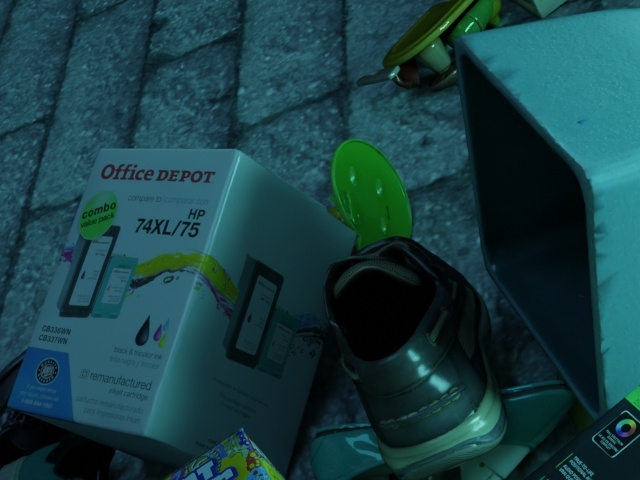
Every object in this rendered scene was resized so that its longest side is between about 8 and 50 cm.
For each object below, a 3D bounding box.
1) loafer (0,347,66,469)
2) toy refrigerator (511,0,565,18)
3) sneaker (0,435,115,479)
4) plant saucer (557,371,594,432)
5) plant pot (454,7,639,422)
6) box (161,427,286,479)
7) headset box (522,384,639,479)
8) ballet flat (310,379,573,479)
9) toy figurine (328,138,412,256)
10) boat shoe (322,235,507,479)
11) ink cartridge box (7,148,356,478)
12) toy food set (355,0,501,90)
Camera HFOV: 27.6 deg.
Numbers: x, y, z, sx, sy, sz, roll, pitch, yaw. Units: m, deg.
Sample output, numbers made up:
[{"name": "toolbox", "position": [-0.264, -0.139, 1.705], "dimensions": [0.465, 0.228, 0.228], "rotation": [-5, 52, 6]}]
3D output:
[{"name": "loafer", "position": [-0.333, 0.225, 1.393], "dimensions": [0.302, 0.109, 0.095], "rotation": [-45, 54, -3]}, {"name": "toy refrigerator", "position": [0.216, -0.377, 1.621], "dimensions": [0.094, 0.102, 0.269], "rotation": [-37, 37, -3]}, {"name": "sneaker", "position": [-0.243, 0.294, 1.225], "dimensions": [0.121, 0.108, 0.302], "rotation": [-32, 35, 11]}, {"name": "plant saucer", "position": [0.309, 0.080, 1.101], "dimensions": [0.241, 0.037, 0.241], "rotation": [-21, 38, 17]}, {"name": "plant pot", "position": [0.279, -0.044, 1.044], "dimensions": [0.252, 0.247, 0.248], "rotation": [-18, 36, -8]}, {"name": "box", "position": [-0.016, 0.335, 0.855], "dimensions": [0.177, 0.290, 0.279], "rotation": [-34, 38, 0]}, {"name": "headset box", "position": [0.228, 0.263, 0.882], "dimensions": [0.283, 0.131, 0.246], "rotation": [-37, 37, -5]}, {"name": "ballet flat", "position": [0.106, 0.186, 1.118], "dimensions": [0.247, 0.083, 0.087], "rotation": [-16, 65, 23]}, {"name": "toy figurine", "position": [0.000, 0.000, 1.391], "dimensions": [0.159, 0.130, 0.173], "rotation": [-25, 61, 35]}, {"name": "boat shoe", "position": [0.074, 0.061, 1.119], "dimensions": [0.132, 0.130, 0.355], "rotation": [-26, 22, 3]}, {"name": "ink cartridge box", "position": [-0.126, 0.071, 1.248], "dimensions": [0.198, 0.197, 0.270], "rotation": [3, 69, 40]}, {"name": "toy food set", "position": [0.146, -0.231, 1.552], "dimensions": [0.218, 0.071, 0.128], "rotation": [-47, 14, -19]}]
